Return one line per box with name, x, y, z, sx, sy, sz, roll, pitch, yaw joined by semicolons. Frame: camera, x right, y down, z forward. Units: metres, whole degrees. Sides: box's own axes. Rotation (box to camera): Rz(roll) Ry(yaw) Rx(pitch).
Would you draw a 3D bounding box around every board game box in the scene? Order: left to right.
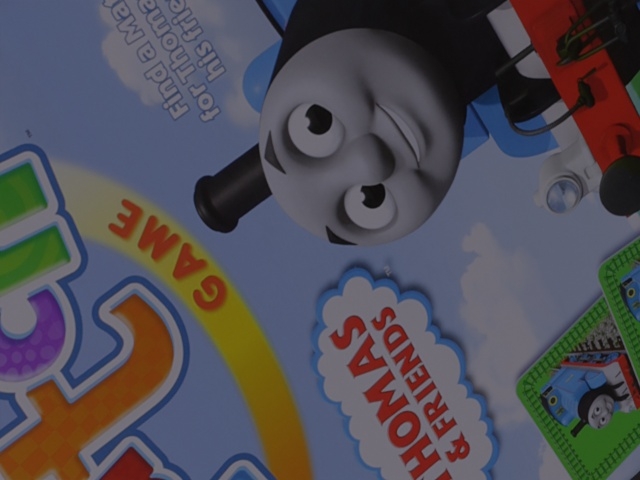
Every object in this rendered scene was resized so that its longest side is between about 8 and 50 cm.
board game box;0.000;0.000;0.377;0.211;0.039;0.160;-38;113;-18
